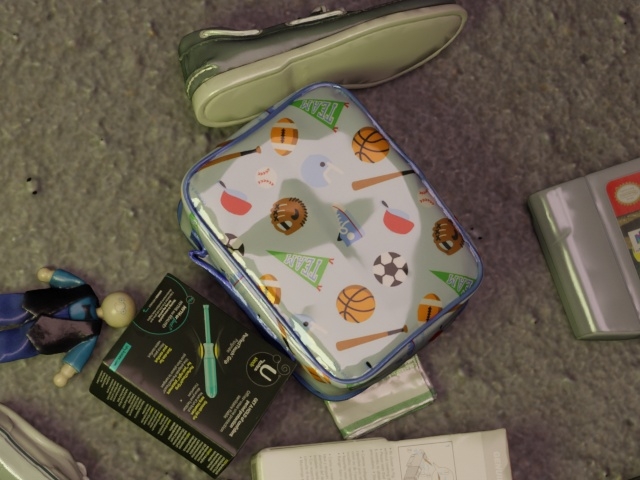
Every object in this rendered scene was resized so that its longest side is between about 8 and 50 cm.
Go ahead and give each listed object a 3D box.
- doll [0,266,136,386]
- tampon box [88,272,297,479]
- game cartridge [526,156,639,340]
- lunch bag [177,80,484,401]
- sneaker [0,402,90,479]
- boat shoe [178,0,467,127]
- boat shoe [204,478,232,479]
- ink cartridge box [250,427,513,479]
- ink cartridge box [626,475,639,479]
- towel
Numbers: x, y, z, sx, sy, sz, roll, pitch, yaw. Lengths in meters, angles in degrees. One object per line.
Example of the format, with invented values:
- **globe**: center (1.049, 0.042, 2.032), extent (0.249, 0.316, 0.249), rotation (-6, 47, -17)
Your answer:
- **doll**: center (-0.278, 0.087, 1.699), extent (0.189, 0.046, 0.129), rotation (-11, 71, -19)
- **tampon box**: center (-0.129, 0.137, 1.678), extent (0.161, 0.101, 0.120), rotation (36, 64, 0)
- **game cartridge**: center (0.392, -0.003, 1.842), extent (0.294, 0.060, 0.196), rotation (-18, 86, -14)
- **lunch bag**: center (0.000, 0.000, 1.726), extent (0.243, 0.115, 0.303), rotation (-38, 82, -14)
- **sneaker**: center (-0.255, 0.253, 1.639), extent (0.258, 0.094, 0.091), rotation (47, 35, 3)
- **boat shoe**: center (0.001, -0.217, 1.782), extent (0.319, 0.116, 0.099), rotation (-19, 64, -14)
- **boat shoe**: center (-0.113, 0.307, 1.685), extent (0.045, 0.050, 0.135), rotation (5, 67, -6)
- **ink cartridge box**: center (0.074, 0.349, 1.699), extent (0.261, 0.066, 0.296), rotation (-4, 79, -11)
- **ink cartridge box**: center (0.491, 0.337, 1.746), extent (0.309, 0.130, 0.272), rotation (-17, 82, -13)
- **towel**: center (0.044, 0.122, 1.764), extent (0.113, 0.023, 0.152), rotation (-23, 83, -15)
